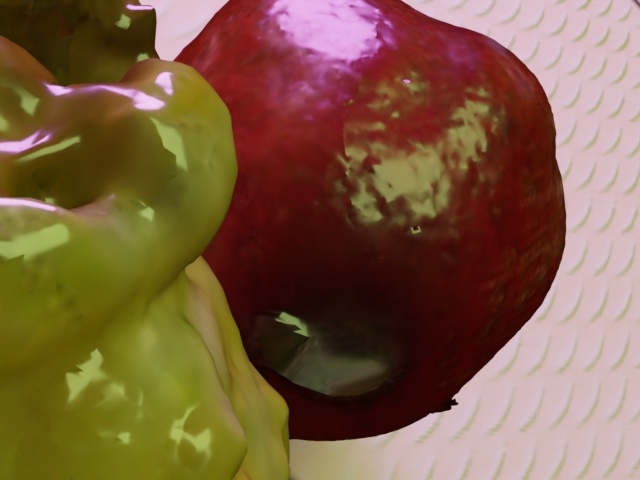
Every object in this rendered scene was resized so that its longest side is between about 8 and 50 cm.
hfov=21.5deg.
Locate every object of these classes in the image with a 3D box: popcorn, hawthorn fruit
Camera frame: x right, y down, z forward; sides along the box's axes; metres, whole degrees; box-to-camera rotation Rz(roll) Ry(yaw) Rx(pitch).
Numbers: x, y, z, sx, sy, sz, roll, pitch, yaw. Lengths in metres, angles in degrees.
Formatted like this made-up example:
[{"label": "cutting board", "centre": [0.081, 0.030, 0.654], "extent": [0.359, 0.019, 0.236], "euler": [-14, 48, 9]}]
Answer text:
[{"label": "popcorn", "centre": [-0.126, 0.035, 0.421], "extent": [0.256, 0.255, 0.195], "euler": [31, 14, 10]}, {"label": "hawthorn fruit", "centre": [0.000, 0.000, 0.670], "extent": [0.185, 0.185, 0.202], "euler": [45, 49, -17]}]
